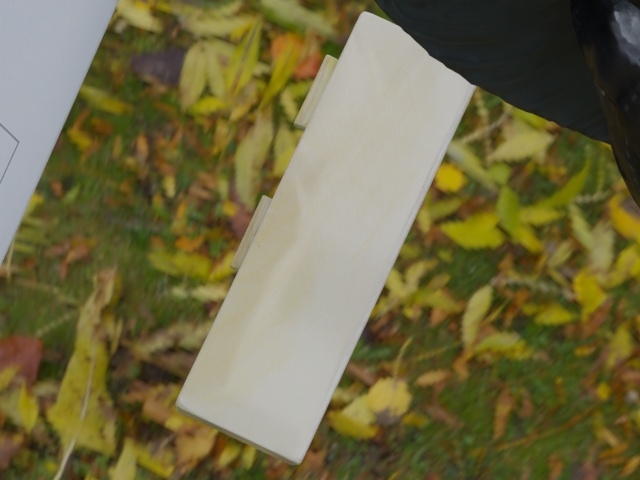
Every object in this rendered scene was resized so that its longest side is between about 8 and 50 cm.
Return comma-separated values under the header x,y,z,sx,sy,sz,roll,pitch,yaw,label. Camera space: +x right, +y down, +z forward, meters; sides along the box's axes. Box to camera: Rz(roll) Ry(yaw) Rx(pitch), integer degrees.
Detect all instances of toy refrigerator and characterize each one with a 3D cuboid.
x,y,z,sx,sy,sz,roll,pitch,yaw,label
0.000,0.000,1.140,0.094,0.102,0.269,26,82,0,toy refrigerator

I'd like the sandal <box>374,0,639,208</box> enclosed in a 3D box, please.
x,y,z,sx,sy,sz,roll,pitch,yaw,label
0.213,-0.019,0.548,0.446,0.167,0.107,25,48,-8,sandal

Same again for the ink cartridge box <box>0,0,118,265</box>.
x,y,z,sx,sy,sz,roll,pitch,yaw,label
-0.215,-0.124,0.672,0.272,0.130,0.309,11,69,28,ink cartridge box
